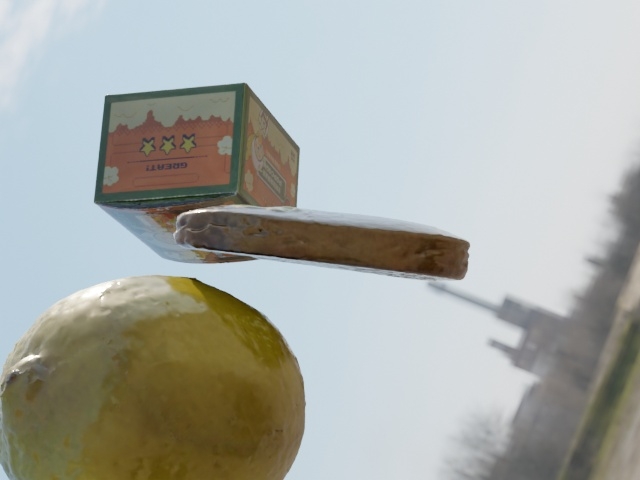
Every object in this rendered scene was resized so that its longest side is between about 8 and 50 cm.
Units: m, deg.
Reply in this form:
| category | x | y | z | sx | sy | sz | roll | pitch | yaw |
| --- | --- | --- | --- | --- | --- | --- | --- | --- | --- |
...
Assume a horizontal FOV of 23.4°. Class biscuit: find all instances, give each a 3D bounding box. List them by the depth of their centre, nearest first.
| category | x | y | z | sx | sy | sz | roll | pitch | yaw |
| --- | --- | --- | --- | --- | --- | --- | --- | --- | --- |
| biscuit | 0.000 | -0.002 | 1.423 | 0.277 | 0.262 | 0.052 | 149 | 128 | -87 |

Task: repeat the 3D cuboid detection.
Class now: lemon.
| category | x | y | z | sx | sy | sz | roll | pitch | yaw |
| --- | --- | --- | --- | --- | --- | --- | --- | --- | --- |
| lemon | -0.138 | 0.143 | 1.284 | 0.236 | 0.263 | 0.236 | 179 | 90 | -73 |

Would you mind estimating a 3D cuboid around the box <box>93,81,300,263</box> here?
| category | x | y | z | sx | sy | sz | roll | pitch | yaw |
| --- | --- | --- | --- | --- | --- | --- | --- | --- | --- |
| box | -0.138 | -0.072 | 1.788 | 0.195 | 0.177 | 0.148 | 49 | -139 | -63 |
